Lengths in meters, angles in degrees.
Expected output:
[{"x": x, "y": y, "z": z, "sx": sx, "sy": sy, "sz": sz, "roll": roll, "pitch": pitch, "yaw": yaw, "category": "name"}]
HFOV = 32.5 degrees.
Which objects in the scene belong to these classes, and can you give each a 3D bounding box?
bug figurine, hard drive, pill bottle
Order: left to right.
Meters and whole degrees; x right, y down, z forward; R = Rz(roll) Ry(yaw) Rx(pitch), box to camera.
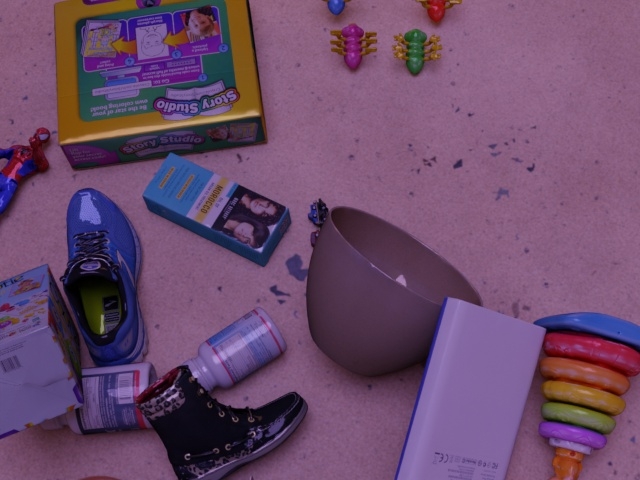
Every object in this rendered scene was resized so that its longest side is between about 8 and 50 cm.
[{"x": -0.355, "y": 0.255, "z": 1.762, "sx": 0.180, "sy": 0.108, "sz": 0.108, "roll": -5, "pitch": 65, "yaw": 2, "category": "pill bottle"}, {"x": -0.142, "y": 0.185, "z": 1.793, "sx": 0.160, "sy": 0.087, "sz": 0.087, "roll": -33, "pitch": 67, "yaw": -11, "category": "pill bottle"}, {"x": 0.121, "y": -0.418, "z": 2.067, "sx": 0.279, "sy": 0.072, "sz": 0.216, "roll": 4, "pitch": 72, "yaw": 0, "category": "bug figurine"}, {"x": 0.220, "y": 0.261, "z": 1.634, "sx": 0.040, "sy": 0.210, "sz": 0.319, "roll": 12, "pitch": 84, "yaw": 50, "category": "hard drive"}]

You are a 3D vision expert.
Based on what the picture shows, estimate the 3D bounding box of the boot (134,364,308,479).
[{"x": -0.153, "y": 0.263, "z": 1.712, "sx": 0.236, "sy": 0.085, "sz": 0.178, "roll": -32, "pitch": 108, "yaw": -7, "category": "boot"}]

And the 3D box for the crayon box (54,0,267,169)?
[{"x": -0.296, "y": -0.310, "z": 2.024, "sx": 0.363, "sy": 0.106, "sz": 0.313, "roll": -8, "pitch": 66, "yaw": 0, "category": "crayon box"}]

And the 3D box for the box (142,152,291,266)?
[{"x": -0.181, "y": -0.055, "z": 1.922, "sx": 0.244, "sy": 0.060, "sz": 0.100, "roll": 25, "pitch": 69, "yaw": 14, "category": "box"}]

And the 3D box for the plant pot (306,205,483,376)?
[{"x": 0.087, "y": 0.103, "z": 1.744, "sx": 0.284, "sy": 0.284, "sz": 0.191, "roll": 38, "pitch": 107, "yaw": 19, "category": "plant pot"}]

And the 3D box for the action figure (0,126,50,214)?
[{"x": -0.570, "y": -0.106, "z": 1.932, "sx": 0.091, "sy": 0.139, "sz": 0.280, "roll": 27, "pitch": 67, "yaw": 13, "category": "action figure"}]

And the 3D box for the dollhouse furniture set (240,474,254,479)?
[{"x": -0.099, "y": 0.419, "z": 1.685, "sx": 0.091, "sy": 0.081, "sz": 0.114, "roll": 4, "pitch": 65, "yaw": 5, "category": "dollhouse furniture set"}]

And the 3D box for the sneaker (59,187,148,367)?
[{"x": -0.363, "y": 0.048, "z": 1.838, "sx": 0.129, "sy": 0.147, "sz": 0.330, "roll": -16, "pitch": 64, "yaw": -4, "category": "sneaker"}]

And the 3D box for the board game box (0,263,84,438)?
[{"x": -0.462, "y": 0.166, "z": 1.711, "sx": 0.144, "sy": 0.142, "sz": 0.275, "roll": -21, "pitch": 22, "yaw": -6, "category": "board game box"}]

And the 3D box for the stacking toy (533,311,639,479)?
[{"x": 0.400, "y": 0.270, "z": 1.702, "sx": 0.175, "sy": 0.166, "sz": 0.302, "roll": 16, "pitch": 78, "yaw": -8, "category": "stacking toy"}]

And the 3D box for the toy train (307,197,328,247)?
[{"x": 0.000, "y": 0.000, "z": 1.906, "sx": 0.036, "sy": 0.027, "sz": 0.158, "roll": -10, "pitch": 65, "yaw": 11, "category": "toy train"}]

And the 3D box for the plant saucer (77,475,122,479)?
[{"x": -0.312, "y": 0.445, "z": 1.652, "sx": 0.200, "sy": 0.200, "sz": 0.037, "roll": 51, "pitch": 119, "yaw": 22, "category": "plant saucer"}]
